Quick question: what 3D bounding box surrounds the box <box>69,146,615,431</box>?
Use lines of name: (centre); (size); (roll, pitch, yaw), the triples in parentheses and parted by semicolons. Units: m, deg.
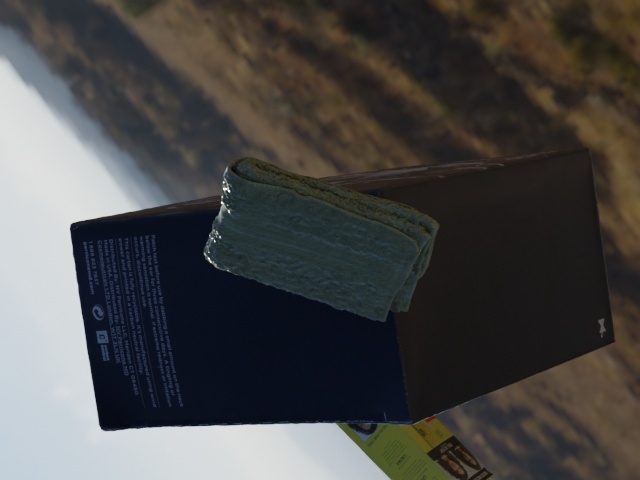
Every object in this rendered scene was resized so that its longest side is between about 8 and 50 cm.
box: (0.027, 0.036, 1.503); (0.343, 0.312, 0.179); (-14, -82, -55)

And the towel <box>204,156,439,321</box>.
towel: (0.000, 0.000, 1.199); (0.148, 0.027, 0.110); (16, 139, -3)

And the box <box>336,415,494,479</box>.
box: (0.076, 0.198, 1.933); (0.232, 0.058, 0.087); (45, -156, 14)
